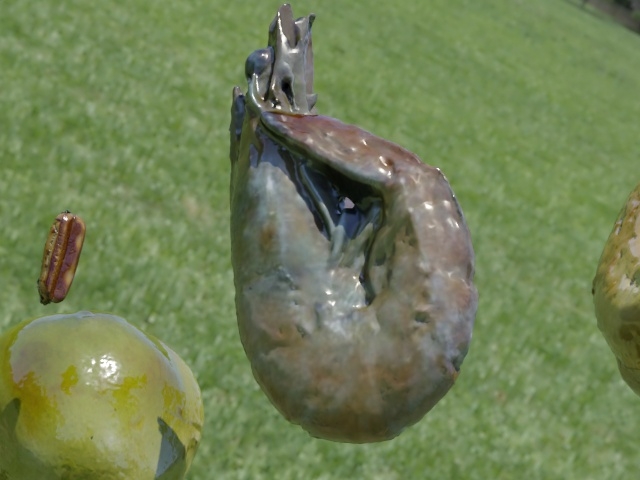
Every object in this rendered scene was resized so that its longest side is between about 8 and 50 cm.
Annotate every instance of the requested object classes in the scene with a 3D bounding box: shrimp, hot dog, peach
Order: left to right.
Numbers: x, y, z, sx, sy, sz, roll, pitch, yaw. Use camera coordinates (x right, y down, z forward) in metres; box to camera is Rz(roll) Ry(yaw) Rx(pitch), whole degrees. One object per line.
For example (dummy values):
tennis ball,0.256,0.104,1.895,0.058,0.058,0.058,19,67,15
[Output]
hot dog,-0.323,0.022,1.710,0.049,0.122,0.037,23,-9,-40
peach,-0.331,0.247,1.908,0.281,0.314,0.315,58,27,-55
shrimp,0.015,-0.023,0.910,0.077,0.168,0.317,31,48,-63

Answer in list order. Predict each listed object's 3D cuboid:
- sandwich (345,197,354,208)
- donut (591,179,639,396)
sandwich,0.000,0.000,1.684,0.128,0.122,0.235,9,19,-26
donut,0.478,-0.012,1.519,0.198,0.449,0.449,31,13,-13
